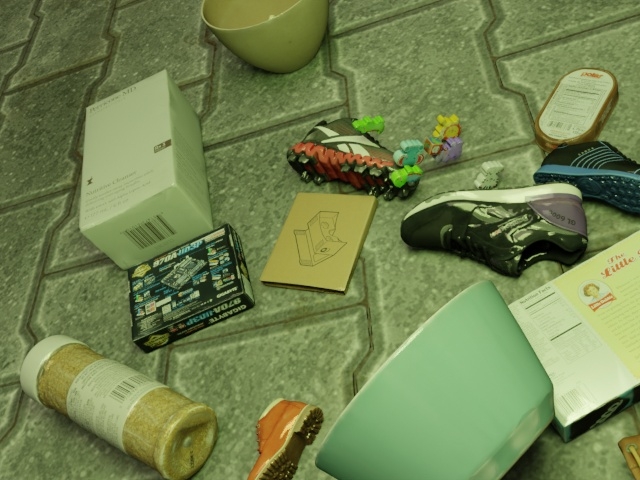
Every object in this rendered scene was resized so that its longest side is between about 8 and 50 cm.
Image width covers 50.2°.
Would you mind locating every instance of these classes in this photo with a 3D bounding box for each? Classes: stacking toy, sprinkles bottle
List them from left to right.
[{"bbox_3d":[-0.330,0.259,1.094,0.355,0.121,0.121,16,62,33],"label":"sprinkles bottle"},{"bbox_3d":[0.182,-0.149,1.164,0.221,0.052,0.167,-6,43,-24],"label":"stacking toy"}]

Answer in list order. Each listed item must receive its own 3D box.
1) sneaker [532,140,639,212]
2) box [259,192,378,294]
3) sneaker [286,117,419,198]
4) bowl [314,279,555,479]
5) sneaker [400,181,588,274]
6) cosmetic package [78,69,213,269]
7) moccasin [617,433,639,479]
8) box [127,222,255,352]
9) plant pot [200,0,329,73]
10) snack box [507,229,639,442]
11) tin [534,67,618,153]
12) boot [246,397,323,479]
[{"bbox_3d":[0.440,-0.107,1.037,0.232,0.081,0.090,20,64,49],"label":"sneaker"},{"bbox_3d":[0.000,0.000,1.215,0.164,0.021,0.201,4,56,27],"label":"box"},{"bbox_3d":[0.071,-0.161,1.256,0.276,0.097,0.135,17,65,35],"label":"sneaker"},{"bbox_3d":[0.159,0.214,0.818,0.311,0.311,0.163,-43,68,-12],"label":"bowl"},{"bbox_3d":[0.260,-0.007,1.049,0.283,0.107,0.124,-9,57,19],"label":"sneaker"},{"bbox_3d":[-0.361,-0.155,1.412,0.217,0.156,0.385,-25,49,8],"label":"cosmetic package"},{"bbox_3d":[0.383,0.366,0.673,0.147,0.139,0.380,-16,51,20],"label":"moccasin"},{"bbox_3d":[-0.240,0.084,1.238,0.220,0.051,0.175,-25,48,5],"label":"box"},{"bbox_3d":[-0.096,-0.491,1.531,0.284,0.191,0.284,-13,50,16],"label":"plant pot"},{"bbox_3d":[0.410,0.105,0.916,0.322,0.060,0.187,-30,49,0],"label":"snack box"},{"bbox_3d":[0.443,-0.227,1.181,0.106,0.040,0.189,21,65,31],"label":"tin"},{"bbox_3d":[-0.070,0.299,0.991,0.084,0.059,0.158,13,52,36],"label":"boot"}]
